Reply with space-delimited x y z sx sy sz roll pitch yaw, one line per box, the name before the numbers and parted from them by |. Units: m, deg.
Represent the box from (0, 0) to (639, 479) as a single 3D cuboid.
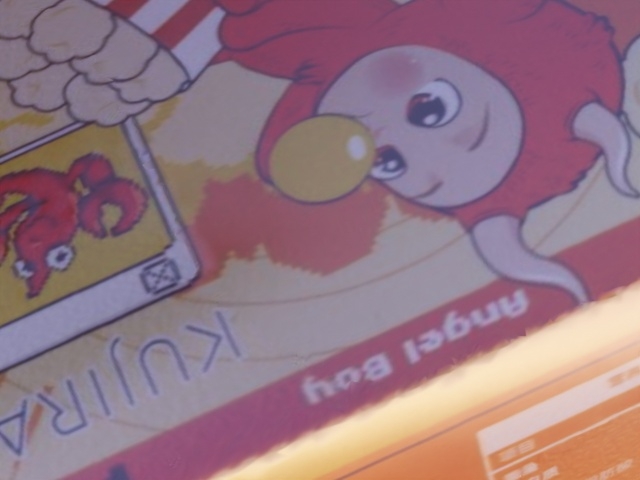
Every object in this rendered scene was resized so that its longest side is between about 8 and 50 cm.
box | 0.000 0.000 0.545 0.214 0.283 0.260 73 -8 -53
